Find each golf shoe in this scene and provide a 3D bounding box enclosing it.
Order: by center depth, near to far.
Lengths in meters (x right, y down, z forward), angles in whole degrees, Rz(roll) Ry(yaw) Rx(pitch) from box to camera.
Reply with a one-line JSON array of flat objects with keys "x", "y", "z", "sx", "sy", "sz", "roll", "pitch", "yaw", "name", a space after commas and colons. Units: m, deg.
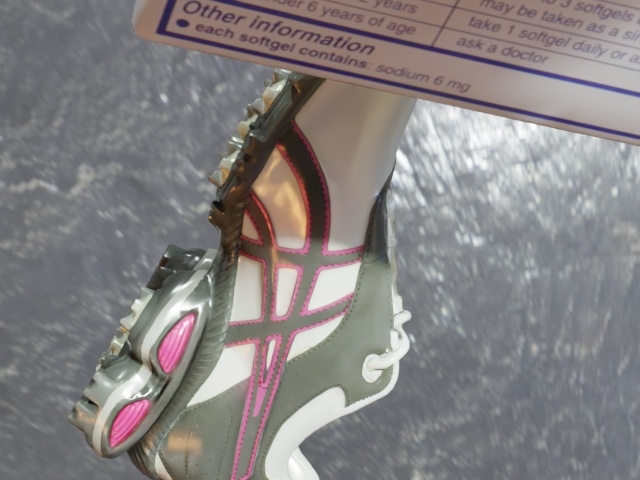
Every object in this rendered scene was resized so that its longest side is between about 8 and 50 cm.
[{"x": 0.000, "y": 0.000, "z": 0.787, "sx": 0.120, "sy": 0.105, "sz": 0.273, "roll": 30, "pitch": 114, "yaw": -2, "name": "golf shoe"}]

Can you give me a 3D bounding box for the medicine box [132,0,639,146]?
[{"x": 0.109, "y": -0.165, "z": 0.510, "sx": 0.263, "sy": 0.289, "sz": 0.149, "roll": 12, "pitch": 57, "yaw": -12, "name": "medicine box"}]
